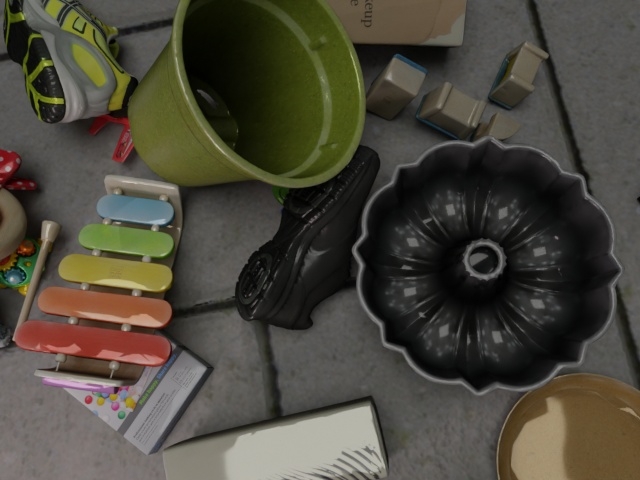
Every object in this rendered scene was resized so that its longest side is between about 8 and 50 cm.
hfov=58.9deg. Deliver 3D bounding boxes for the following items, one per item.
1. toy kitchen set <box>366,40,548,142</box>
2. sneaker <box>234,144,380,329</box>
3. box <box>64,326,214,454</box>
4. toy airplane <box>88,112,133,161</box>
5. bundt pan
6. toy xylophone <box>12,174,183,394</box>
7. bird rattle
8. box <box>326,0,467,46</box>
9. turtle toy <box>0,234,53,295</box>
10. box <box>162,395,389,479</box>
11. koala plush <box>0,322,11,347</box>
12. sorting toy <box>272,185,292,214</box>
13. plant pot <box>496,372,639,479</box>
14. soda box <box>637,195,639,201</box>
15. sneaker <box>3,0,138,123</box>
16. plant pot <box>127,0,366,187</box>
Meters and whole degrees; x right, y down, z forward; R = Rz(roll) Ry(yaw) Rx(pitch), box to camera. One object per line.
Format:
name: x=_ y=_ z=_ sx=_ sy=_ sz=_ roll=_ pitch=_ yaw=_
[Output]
toy kitchen set: x=0.198 y=-0.241 z=0.848 sx=0.207 sy=0.122 sz=0.166 roll=26 pitch=81 yaw=-9
sneaker: x=0.000 y=0.000 z=0.789 sx=0.286 sy=0.130 sz=0.109 roll=-55 pitch=35 yaw=9
box: x=-0.272 y=0.193 z=0.826 sx=0.186 sy=0.038 sz=0.145 roll=33 pitch=82 yaw=14
toy airplane: x=-0.320 y=-0.193 z=0.923 sx=0.151 sy=0.028 sz=0.151 roll=-2 pitch=71 yaw=5
bundt pan: x=0.209 y=0.035 z=0.761 sx=0.330 sy=0.124 sz=0.331 roll=-1 pitch=78 yaw=6
toy xylophone: x=-0.314 y=0.059 z=0.804 sx=0.236 sy=0.081 sz=0.323 roll=0 pitch=64 yaw=-2
bird rattle: x=-0.518 y=-0.038 z=0.811 sx=0.207 sy=0.253 sz=0.143 roll=43 pitch=122 yaw=16
box: x=0.052 y=-0.361 z=0.833 sx=0.311 sy=0.121 sz=0.148 roll=1 pitch=109 yaw=3
turtle toy: x=-0.484 y=0.027 z=0.873 sx=0.130 sy=0.066 sz=0.095 roll=13 pitch=79 yaw=9
box: x=-0.053 y=0.282 z=0.743 sx=0.275 sy=0.113 sz=0.094 roll=-15 pitch=77 yaw=5
koala plush: x=-0.578 y=0.101 z=0.810 sx=0.221 sy=0.196 sz=0.203 roll=7 pitch=58 yaw=12
sorting toy: x=-0.028 y=-0.057 z=0.844 sx=0.102 sy=0.061 sz=0.042 roll=53 pitch=51 yaw=-20
plant pot: x=0.346 y=0.292 z=0.734 sx=0.236 sy=0.032 sz=0.236 roll=-1 pitch=78 yaw=6
soda box: x=0.535 y=-0.092 z=0.788 sx=0.169 sy=0.053 sz=0.060 roll=-36 pitch=76 yaw=-3
sneaker: x=-0.421 y=-0.332 z=0.930 sx=0.147 sy=0.145 sz=0.385 roll=-9 pitch=59 yaw=-37
plant pot: x=-0.125 y=-0.181 z=0.760 sx=0.254 sy=0.276 sz=0.276 roll=-11 pitch=71 yaw=48
